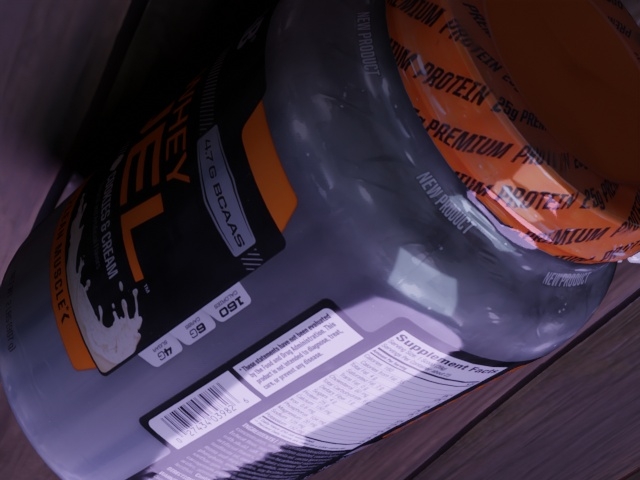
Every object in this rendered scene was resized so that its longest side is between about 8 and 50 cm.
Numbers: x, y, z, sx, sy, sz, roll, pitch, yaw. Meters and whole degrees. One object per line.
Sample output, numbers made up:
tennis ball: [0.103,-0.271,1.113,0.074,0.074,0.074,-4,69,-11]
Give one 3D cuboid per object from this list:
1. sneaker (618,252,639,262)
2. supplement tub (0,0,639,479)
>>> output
sneaker: [0.141,-0.021,0.670,0.191,0.071,0.083,-16,140,3]
supplement tub: [0.000,0.000,0.559,0.194,0.193,0.316,22,138,-35]
